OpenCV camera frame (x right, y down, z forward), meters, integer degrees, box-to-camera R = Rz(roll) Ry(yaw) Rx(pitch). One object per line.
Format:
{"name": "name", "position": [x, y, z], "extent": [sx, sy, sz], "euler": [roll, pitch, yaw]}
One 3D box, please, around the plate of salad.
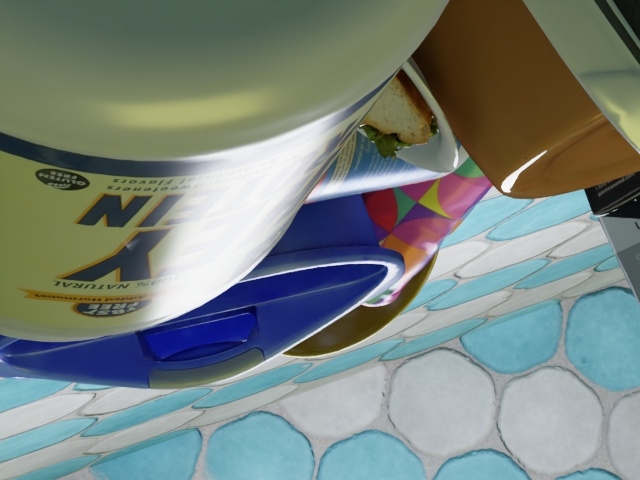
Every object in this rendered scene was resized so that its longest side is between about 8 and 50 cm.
{"name": "plate of salad", "position": [-0.005, -0.101, 0.821], "extent": [0.048, 0.200, 0.200], "euler": [-47, 171, -9]}

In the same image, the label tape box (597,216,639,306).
{"name": "label tape box", "position": [0.369, 0.013, 1.552], "extent": [0.115, 0.347, 0.249], "euler": [-23, 167, 12]}

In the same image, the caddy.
{"name": "caddy", "position": [-0.107, 0.027, 1.162], "extent": [0.341, 0.179, 0.241], "euler": [-13, 167, -7]}

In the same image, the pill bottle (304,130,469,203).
{"name": "pill bottle", "position": [0.039, -0.097, 1.058], "extent": [0.222, 0.124, 0.124], "euler": [-11, 164, -35]}

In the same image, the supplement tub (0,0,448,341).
{"name": "supplement tub", "position": [-0.093, -0.094, 0.594], "extent": [0.235, 0.235, 0.325], "euler": [-17, 167, -19]}

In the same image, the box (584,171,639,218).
{"name": "box", "position": [0.240, -0.126, 1.035], "extent": [0.153, 0.207, 0.108], "euler": [1, 154, -43]}

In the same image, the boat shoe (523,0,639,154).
{"name": "boat shoe", "position": [0.117, -0.154, 0.632], "extent": [0.102, 0.301, 0.108], "euler": [-32, -164, 15]}

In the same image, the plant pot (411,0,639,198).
{"name": "plant pot", "position": [0.154, -0.153, 0.828], "extent": [0.291, 0.203, 0.291], "euler": [-19, 167, -4]}

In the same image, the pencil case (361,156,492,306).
{"name": "pencil case", "position": [0.084, -0.051, 1.258], "extent": [0.104, 0.104, 0.236], "euler": [-7, 141, -49]}

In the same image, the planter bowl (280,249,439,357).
{"name": "planter bowl", "position": [0.000, 0.000, 1.409], "extent": [0.217, 0.090, 0.217], "euler": [-18, 132, -21]}
